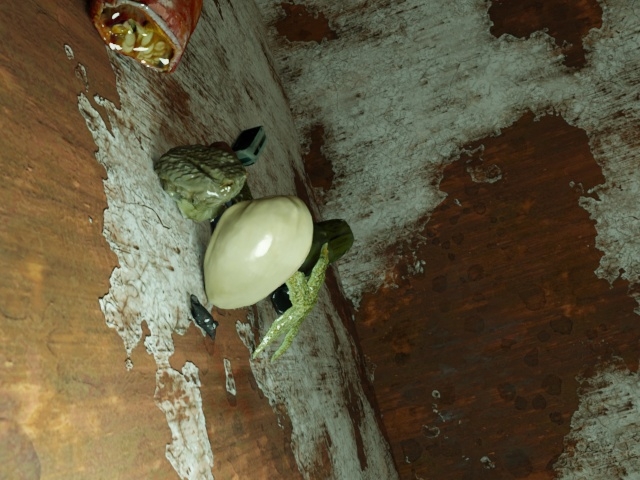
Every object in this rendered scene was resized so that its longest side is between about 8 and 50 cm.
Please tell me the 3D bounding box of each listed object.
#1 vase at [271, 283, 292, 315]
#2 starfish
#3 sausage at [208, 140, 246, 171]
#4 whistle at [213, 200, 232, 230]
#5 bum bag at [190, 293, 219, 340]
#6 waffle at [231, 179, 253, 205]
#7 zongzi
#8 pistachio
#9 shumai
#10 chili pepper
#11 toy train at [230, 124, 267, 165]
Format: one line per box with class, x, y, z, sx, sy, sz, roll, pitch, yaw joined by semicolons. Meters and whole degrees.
vase;-0.101;0.158;2.086;0.237;0.116;0.115;-93;162;-73
starfish;-0.060;0.183;1.714;0.347;0.078;0.357;-36;144;-63
sausage;-0.259;-0.206;1.660;0.433;0.088;0.087;-129;-164;-68
whistle;-0.253;-0.029;1.642;0.062;0.062;0.304;57;17;-58
bum bag;-0.250;0.168;1.327;0.057;0.034;0.124;-113;177;-45
waffle;-0.254;-0.157;1.925;0.223;0.054;0.203;-76;146;-76
zongzi;0.000;0.000;1.889;0.159;0.323;0.360;63;-26;5
pistachio;-0.151;0.024;1.450;0.214;0.317;0.193;34;7;3
shumai;-0.270;-0.113;1.405;0.166;0.206;0.175;-39;145;-46
chili pepper;-0.397;-0.521;1.393;0.251;0.230;0.305;66;20;-49
toy train;-0.255;-0.322;2.185;0.407;0.087;0.088;-84;160;-69
